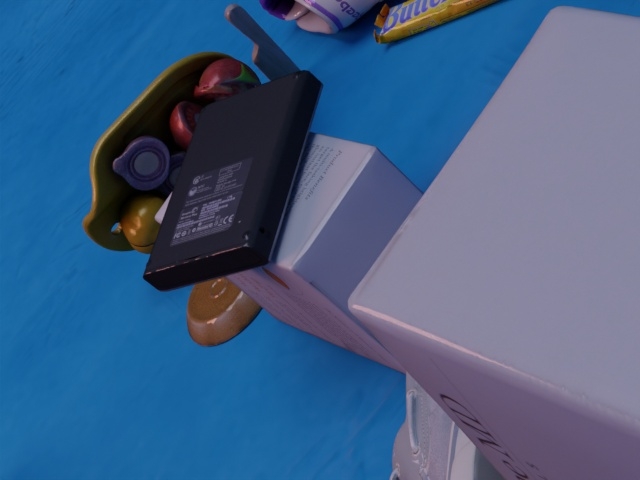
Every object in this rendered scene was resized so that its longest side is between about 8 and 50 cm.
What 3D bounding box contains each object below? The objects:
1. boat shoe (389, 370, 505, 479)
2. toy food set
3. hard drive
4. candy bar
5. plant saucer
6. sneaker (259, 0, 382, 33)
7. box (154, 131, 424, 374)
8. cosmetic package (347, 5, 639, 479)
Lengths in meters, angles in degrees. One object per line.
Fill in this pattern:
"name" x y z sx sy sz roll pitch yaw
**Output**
"boat shoe" 0.081 0.114 0.823 0.081 0.079 0.227 -36 29 30
"toy food set" -0.084 -0.069 1.155 0.071 0.128 0.218 34 78 35
"hard drive" -0.053 -0.038 0.927 0.094 0.022 0.135 -15 47 40
"candy bar" 0.105 -0.183 1.138 0.161 0.018 0.040 -16 45 37
"plant saucer" -0.071 0.038 1.114 0.083 0.015 0.083 -29 38 26
"sneaker" -0.006 -0.274 1.283 0.161 0.102 0.282 -42 34 14
"box" 0.000 0.000 0.970 0.170 0.130 0.091 18 70 53
"cosmetic package" 0.249 0.078 0.485 0.453 0.230 0.161 20 69 49
